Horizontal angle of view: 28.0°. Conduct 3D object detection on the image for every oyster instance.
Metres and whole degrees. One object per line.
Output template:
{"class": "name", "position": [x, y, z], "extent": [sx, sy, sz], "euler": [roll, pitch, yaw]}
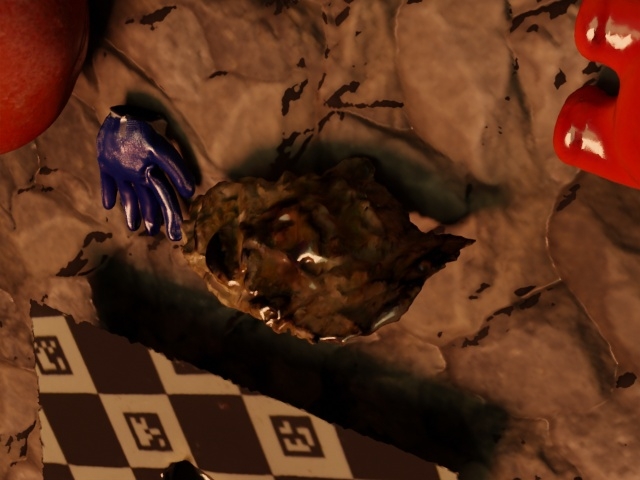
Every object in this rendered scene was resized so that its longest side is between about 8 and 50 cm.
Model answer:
{"class": "oyster", "position": [-0.007, 0.000, 0.676], "extent": [0.177, 0.105, 0.056], "euler": [22, 145, 48]}

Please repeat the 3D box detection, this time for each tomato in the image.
{"class": "tomato", "position": [-0.206, -0.131, 0.691], "extent": [0.187, 0.151, 0.187], "euler": [12, 121, 21]}

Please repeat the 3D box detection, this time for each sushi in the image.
{"class": "sushi", "position": [-0.053, 0.181, 0.842], "extent": [0.294, 0.059, 0.292], "euler": [22, 128, 21]}

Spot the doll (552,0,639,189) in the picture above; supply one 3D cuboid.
{"class": "doll", "position": [0.213, -0.035, 0.526], "extent": [0.245, 0.076, 0.142], "euler": [21, 128, 26]}

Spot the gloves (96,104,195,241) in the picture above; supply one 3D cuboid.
{"class": "gloves", "position": [-0.104, -0.037, 0.762], "extent": [0.064, 0.026, 0.086], "euler": [19, 126, 20]}
